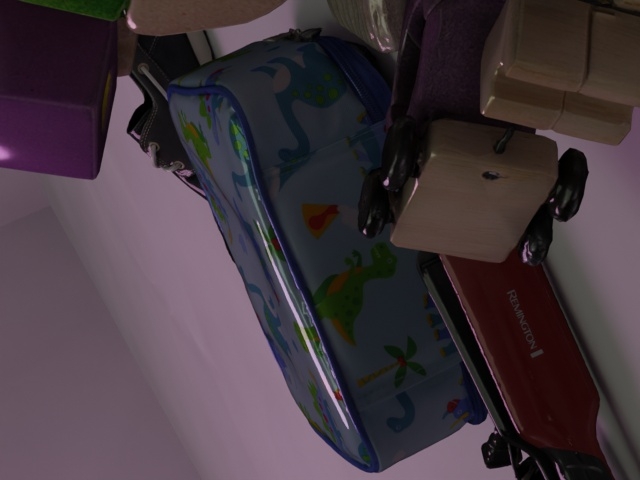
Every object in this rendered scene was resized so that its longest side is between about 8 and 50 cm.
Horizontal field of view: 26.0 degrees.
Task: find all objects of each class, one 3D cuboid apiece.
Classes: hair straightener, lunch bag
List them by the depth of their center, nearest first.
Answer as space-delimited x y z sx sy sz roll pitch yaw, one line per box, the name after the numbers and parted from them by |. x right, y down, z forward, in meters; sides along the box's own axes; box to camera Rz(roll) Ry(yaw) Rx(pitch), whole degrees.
0.108 0.096 0.609 0.230 0.047 0.089 60 167 2 | hair straightener
0.000 0.000 0.730 0.219 0.090 0.176 68 166 -12 | lunch bag

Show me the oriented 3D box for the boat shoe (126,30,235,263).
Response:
-0.102 -0.082 1.011 0.233 0.079 0.084 67 165 -11 | boat shoe

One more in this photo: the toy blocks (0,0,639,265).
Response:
-0.041 -0.187 0.398 0.289 0.308 0.260 114 164 -57 | toy blocks

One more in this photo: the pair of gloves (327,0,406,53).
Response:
-0.038 -0.202 0.626 0.240 0.042 0.204 47 157 51 | pair of gloves
